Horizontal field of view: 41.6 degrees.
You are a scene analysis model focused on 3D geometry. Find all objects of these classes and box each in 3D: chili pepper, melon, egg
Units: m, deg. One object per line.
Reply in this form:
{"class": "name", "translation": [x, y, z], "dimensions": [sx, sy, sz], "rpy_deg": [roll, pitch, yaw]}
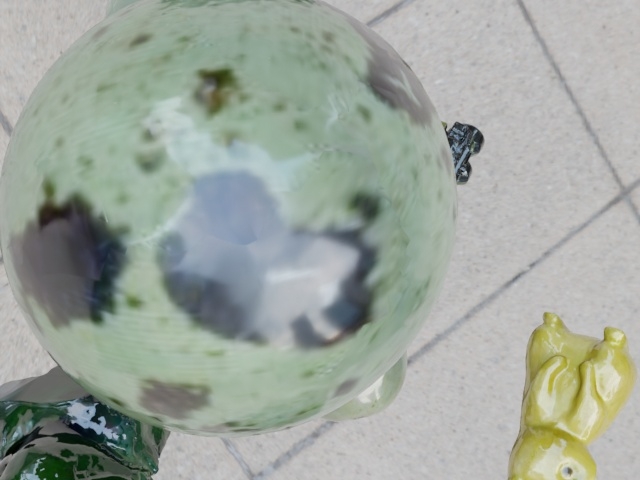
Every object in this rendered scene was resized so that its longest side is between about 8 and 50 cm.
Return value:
{"class": "chili pepper", "translation": [-0.220, 0.184, 0.744], "dimensions": [0.148, 0.264, 0.116], "rpy_deg": [-16, 111, 14]}
{"class": "melon", "translation": [0.036, 0.196, 1.696], "dimensions": [0.268, 0.268, 0.330], "rpy_deg": [-8, 74, -17]}
{"class": "egg", "translation": [-0.053, -0.023, 0.574], "dimensions": [0.287, 0.379, 0.288], "rpy_deg": [0, 93, 3]}

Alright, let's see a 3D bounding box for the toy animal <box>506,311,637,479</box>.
{"class": "toy animal", "translation": [0.152, 0.133, 0.548], "dimensions": [0.083, 0.070, 0.159], "rpy_deg": [51, 60, -43]}

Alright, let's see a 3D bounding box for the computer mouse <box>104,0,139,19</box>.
{"class": "computer mouse", "translation": [-0.274, -0.398, 1.489], "dimensions": [0.228, 0.429, 0.145], "rpy_deg": [-32, 134, 5]}

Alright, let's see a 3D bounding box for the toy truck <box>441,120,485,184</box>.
{"class": "toy truck", "translation": [0.125, -0.059, 1.173], "dimensions": [0.127, 0.257, 0.127], "rpy_deg": [25, 56, 11]}
